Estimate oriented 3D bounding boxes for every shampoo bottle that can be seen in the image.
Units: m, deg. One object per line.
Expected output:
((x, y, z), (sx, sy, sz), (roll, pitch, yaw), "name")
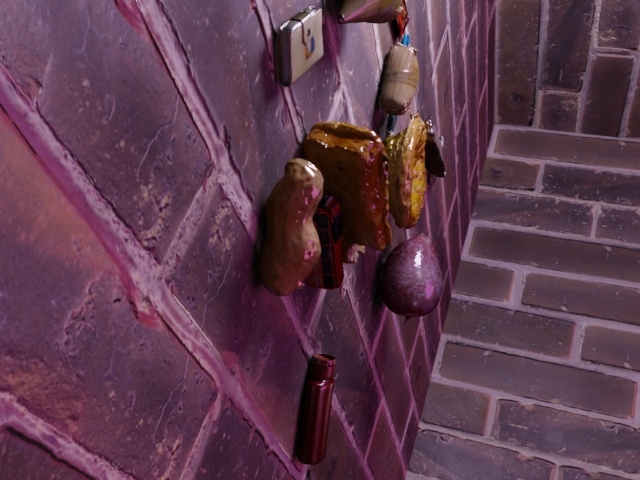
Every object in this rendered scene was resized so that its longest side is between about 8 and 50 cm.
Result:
((-0.006, 0.412, 1.782), (0.102, 0.064, 0.260), (-14, 112, -69), "shampoo bottle")

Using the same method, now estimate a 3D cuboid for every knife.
((0.229, -0.456, 2.107), (0.044, 0.026, 0.297), (6, 94, -60), "knife")

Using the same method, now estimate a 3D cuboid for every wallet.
((-0.040, -0.365, 1.344), (0.155, 0.039, 0.110), (-56, 153, -50), "wallet")

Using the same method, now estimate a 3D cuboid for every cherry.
((0.293, 0.123, 2.304), (0.230, 0.202, 0.301), (18, 81, -67), "cherry")

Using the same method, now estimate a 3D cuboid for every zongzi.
((0.092, -0.562, 1.491), (0.256, 0.114, 0.228), (-30, 125, -54), "zongzi")
((0.224, -0.420, 2.006), (0.197, 0.099, 0.195), (52, 50, -71), "zongzi")

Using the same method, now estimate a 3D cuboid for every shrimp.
((0.448, -0.315, 2.810), (0.148, 0.035, 0.195), (-3, 103, -69), "shrimp")

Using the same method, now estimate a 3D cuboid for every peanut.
((-0.054, -0.023, 1.365), (0.101, 0.117, 0.263), (-120, -144, -86), "peanut")

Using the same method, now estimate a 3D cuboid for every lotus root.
((0.393, -0.329, 2.587), (0.329, 0.078, 0.167), (51, 29, -64), "lotus root")

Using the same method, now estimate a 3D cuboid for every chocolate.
((0.209, -0.622, 1.964), (0.086, 0.028, 0.182), (-68, 158, -11), "chocolate")

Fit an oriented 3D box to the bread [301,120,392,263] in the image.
((0.072, -0.089, 1.583), (0.109, 0.185, 0.380), (-58, 152, -35), "bread")

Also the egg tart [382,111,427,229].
((0.233, -0.196, 2.089), (0.341, 0.129, 0.341), (8, 90, -72), "egg tart")

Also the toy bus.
((0.000, 0.000, 1.554), (0.074, 0.096, 0.235), (-62, 156, -48), "toy bus")
